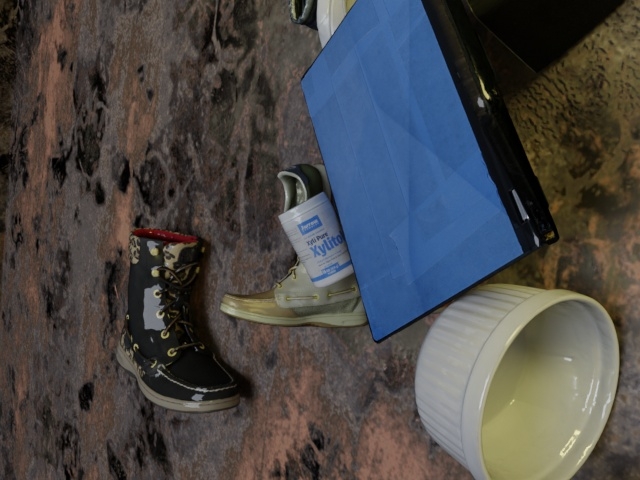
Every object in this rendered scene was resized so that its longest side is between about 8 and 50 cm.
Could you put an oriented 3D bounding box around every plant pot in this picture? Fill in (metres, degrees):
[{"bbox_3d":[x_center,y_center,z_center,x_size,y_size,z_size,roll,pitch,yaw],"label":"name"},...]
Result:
[{"bbox_3d":[0.222,-0.307,0.606,0.167,0.187,0.188,-28,70,30],"label":"plant pot"}]

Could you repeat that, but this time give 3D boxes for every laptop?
[{"bbox_3d":[0.031,-0.141,0.580,0.236,0.408,0.382,-24,67,19],"label":"laptop"}]

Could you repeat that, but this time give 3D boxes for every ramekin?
[{"bbox_3d":[0.190,0.141,0.632,0.109,0.207,0.207,17,104,55],"label":"ramekin"}]

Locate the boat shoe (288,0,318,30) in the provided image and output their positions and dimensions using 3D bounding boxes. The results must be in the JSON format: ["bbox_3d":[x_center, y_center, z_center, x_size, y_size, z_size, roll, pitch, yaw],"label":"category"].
[{"bbox_3d":[0.005,-0.393,0.897,0.065,0.083,0.183,15,102,46],"label":"boat shoe"}]

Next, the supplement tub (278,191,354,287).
[{"bbox_3d":[0.000,0.000,0.802,0.071,0.071,0.107,-23,98,45],"label":"supplement tub"}]

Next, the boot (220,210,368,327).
[{"bbox_3d":[-0.028,0.034,0.869,0.077,0.213,0.165,-161,74,-76],"label":"boot"}]

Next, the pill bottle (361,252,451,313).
[{"bbox_3d":[0.137,-0.031,0.739,0.121,0.121,0.216,41,119,39],"label":"pill bottle"}]

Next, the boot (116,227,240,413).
[{"bbox_3d":[-0.272,0.139,1.187,0.377,0.138,0.284,17,104,51],"label":"boot"}]

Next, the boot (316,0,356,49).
[{"bbox_3d":[0.074,-0.245,0.839,0.123,0.095,0.258,-8,88,34],"label":"boot"}]

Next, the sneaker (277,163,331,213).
[{"bbox_3d":[-0.022,-0.022,0.937,0.064,0.086,0.192,-15,80,47],"label":"sneaker"}]
